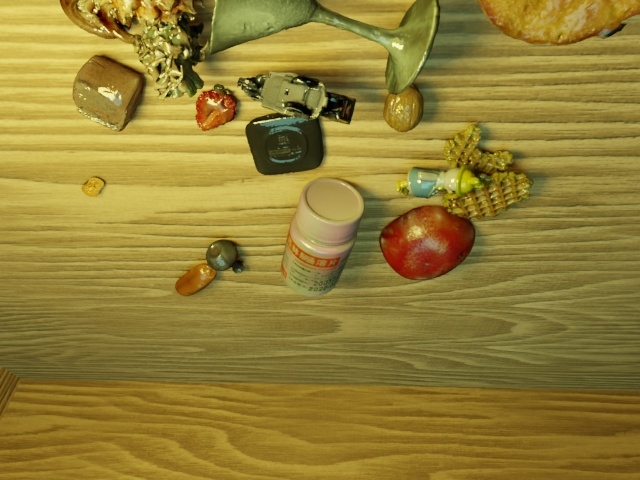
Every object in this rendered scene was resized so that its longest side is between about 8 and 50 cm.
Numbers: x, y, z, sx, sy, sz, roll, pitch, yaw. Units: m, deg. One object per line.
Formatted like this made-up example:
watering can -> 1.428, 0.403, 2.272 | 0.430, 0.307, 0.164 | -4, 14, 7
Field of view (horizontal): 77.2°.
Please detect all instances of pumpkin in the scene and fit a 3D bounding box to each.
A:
pumpkin -> -0.724, -0.177, 1.283 | 0.083, 0.028, 0.050 | -33, 131, 23

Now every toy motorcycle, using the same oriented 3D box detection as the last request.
toy motorcycle -> -0.067, -0.333, 0.931 | 0.263, 0.157, 0.090 | 23, 106, 29

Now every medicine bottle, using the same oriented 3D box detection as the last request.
medicine bottle -> 0.000, 0.000, 1.314 | 0.219, 0.219, 0.388 | 10, 140, -9

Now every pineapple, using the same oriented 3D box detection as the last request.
pineapple -> -0.316, -0.419, 0.801 | 0.263, 0.262, 0.271 | 2, 141, 1

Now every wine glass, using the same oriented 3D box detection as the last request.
wine glass -> 0.004, -0.437, 0.777 | 0.406, 0.267, 0.267 | 12, 139, -15

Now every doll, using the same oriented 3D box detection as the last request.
doll -> 0.340, -0.169, 1.150 | 0.241, 0.098, 0.135 | 7, 144, 38

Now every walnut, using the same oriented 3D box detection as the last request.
walnut -> 0.209, -0.333, 1.004 | 0.105, 0.105, 0.124 | 6, 136, -5

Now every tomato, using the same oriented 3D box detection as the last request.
tomato -> 0.372, 0.036, 1.404 | 0.338, 0.143, 0.338 | 1, 138, 1

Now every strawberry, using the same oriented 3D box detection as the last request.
strawberry -> -0.279, -0.339, 1.056 | 0.104, 0.048, 0.152 | 31, 129, -25

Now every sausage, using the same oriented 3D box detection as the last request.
sausage -> -0.507, 0.162, 1.632 | 0.098, 0.098, 0.238 | 32, 133, -31

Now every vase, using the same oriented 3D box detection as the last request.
vase -> -0.347, 0.071, 1.508 | 0.120, 0.120, 0.183 | -12, 153, 16

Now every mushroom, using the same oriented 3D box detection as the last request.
mushroom -> -0.459, -0.489, 0.862 | 0.135, 0.080, 0.171 | -18, 138, 40

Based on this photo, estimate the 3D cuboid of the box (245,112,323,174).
box -> -0.099, -0.268, 1.136 | 0.213, 0.042, 0.201 | -5, 138, 7

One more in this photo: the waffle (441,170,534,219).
waffle -> 0.512, -0.137, 1.224 | 0.243, 0.058, 0.238 | 5, 152, -11

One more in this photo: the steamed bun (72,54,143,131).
steamed bun -> -0.533, -0.360, 0.997 | 0.145, 0.106, 0.175 | 22, 138, -22

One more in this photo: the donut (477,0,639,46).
donut -> 0.431, -0.553, 0.685 | 0.435, 0.163, 0.377 | 4, 141, -5

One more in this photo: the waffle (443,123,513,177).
waffle -> 0.440, -0.245, 1.130 | 0.149, 0.051, 0.194 | -28, 131, 35
